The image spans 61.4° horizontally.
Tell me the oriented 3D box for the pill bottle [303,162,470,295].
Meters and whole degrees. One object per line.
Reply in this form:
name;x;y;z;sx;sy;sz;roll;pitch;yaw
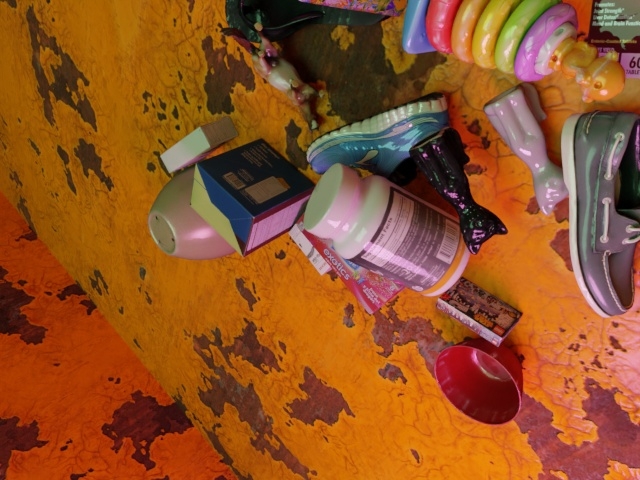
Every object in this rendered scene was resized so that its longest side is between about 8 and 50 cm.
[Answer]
pill bottle;0.120;-0.020;0.976;0.278;0.162;0.162;25;143;-19

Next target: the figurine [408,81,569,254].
figurine;0.284;-0.109;0.861;0.214;0.092;0.209;-29;99;16

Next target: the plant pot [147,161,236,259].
plant pot;-0.371;-0.057;1.526;0.284;0.191;0.284;25;130;34

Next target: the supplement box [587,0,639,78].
supplement box;0.410;-0.324;0.654;0.130;0.073;0.240;17;124;39

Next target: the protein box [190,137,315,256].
protein box;-0.160;-0.107;1.270;0.200;0.201;0.136;42;137;19

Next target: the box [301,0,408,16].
box;0.068;-0.479;0.704;0.177;0.279;0.290;47;125;13

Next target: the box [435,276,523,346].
box;0.303;0.133;1.031;0.137;0.094;0.027;33;134;27

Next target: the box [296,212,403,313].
box;0.089;0.006;1.143;0.257;0.128;0.123;50;139;10

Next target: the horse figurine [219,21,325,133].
horse figurine;-0.081;-0.337;1.086;0.263;0.066;0.174;42;179;-7

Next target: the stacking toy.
stacking toy;0.274;-0.279;0.720;0.302;0.165;0.175;45;140;28

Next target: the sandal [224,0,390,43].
sandal;-0.056;-0.467;1.013;0.445;0.107;0.168;10;121;42

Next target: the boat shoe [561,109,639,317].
boat shoe;0.430;-0.032;0.784;0.099;0.116;0.320;0;108;50

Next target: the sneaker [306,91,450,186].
sneaker;0.103;-0.162;1.025;0.330;0.129;0.147;-8;105;48

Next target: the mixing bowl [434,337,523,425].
mixing bowl;0.331;0.263;1.079;0.181;0.098;0.182;24;130;33

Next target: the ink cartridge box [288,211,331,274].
ink cartridge box;0.000;0.000;1.285;0.135;0.056;0.099;51;139;9

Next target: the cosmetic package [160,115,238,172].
cosmetic package;-0.325;-0.250;1.430;0.239;0.099;0.060;-16;102;50
